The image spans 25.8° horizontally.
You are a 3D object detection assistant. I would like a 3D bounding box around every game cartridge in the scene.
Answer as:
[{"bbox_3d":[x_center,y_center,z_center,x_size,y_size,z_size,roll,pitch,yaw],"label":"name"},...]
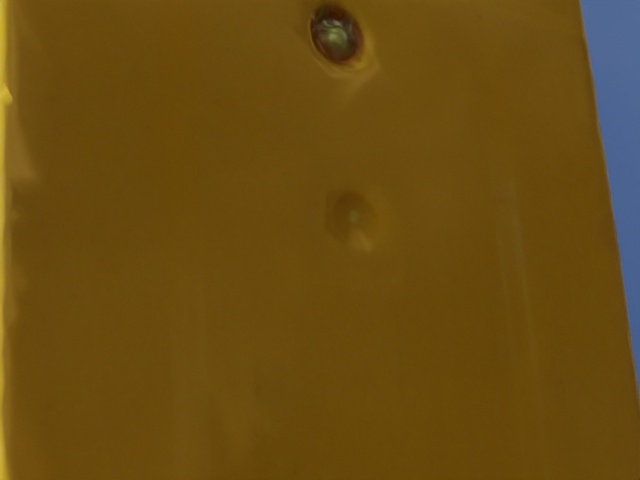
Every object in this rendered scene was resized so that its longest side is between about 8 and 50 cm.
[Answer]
[{"bbox_3d":[0.000,0.000,0.531,0.285,0.052,0.324,9,-112,-33],"label":"game cartridge"}]
